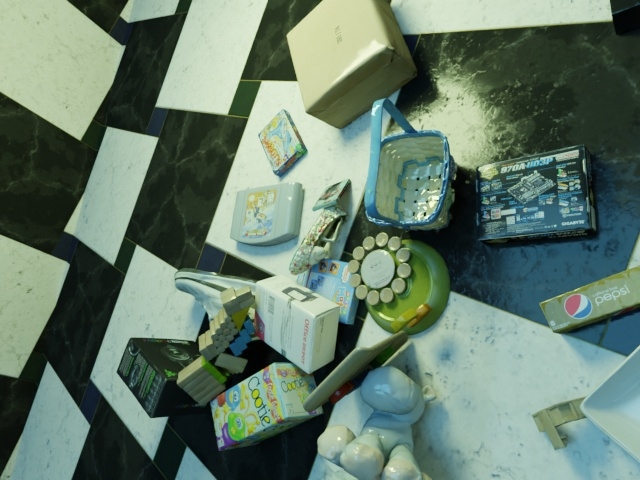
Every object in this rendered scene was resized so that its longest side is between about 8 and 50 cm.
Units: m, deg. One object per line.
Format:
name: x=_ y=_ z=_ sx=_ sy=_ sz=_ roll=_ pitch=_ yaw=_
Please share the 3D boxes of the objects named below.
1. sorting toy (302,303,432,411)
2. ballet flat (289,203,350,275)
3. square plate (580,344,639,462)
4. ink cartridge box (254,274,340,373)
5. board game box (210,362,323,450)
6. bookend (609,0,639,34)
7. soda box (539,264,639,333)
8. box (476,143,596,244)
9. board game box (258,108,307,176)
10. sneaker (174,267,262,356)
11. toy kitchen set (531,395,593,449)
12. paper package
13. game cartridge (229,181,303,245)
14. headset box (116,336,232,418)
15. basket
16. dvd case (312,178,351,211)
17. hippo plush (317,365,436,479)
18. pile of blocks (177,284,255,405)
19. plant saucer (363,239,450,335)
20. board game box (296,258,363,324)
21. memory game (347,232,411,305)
sorting toy: x=0.118 y=0.262 z=0.988 sx=0.307 sy=0.229 sz=0.041 roll=-51 pitch=63 yaw=21
ballet flat: x=0.000 y=0.000 z=1.243 sx=0.077 sy=0.091 sz=0.240 roll=25 pitch=78 yaw=27
square plate: x=0.652 y=0.259 z=0.657 sx=0.347 sy=0.049 sz=0.344 roll=-55 pitch=49 yaw=14
ink cartridge box: x=-0.070 y=0.219 z=1.215 sx=0.237 sy=0.100 sz=0.171 roll=23 pitch=117 yaw=40
board game box: x=-0.152 y=0.454 z=1.226 sx=0.275 sy=0.144 sz=0.142 roll=-37 pitch=57 yaw=28
bookend: x=0.651 y=-0.514 z=0.870 sx=0.156 sy=0.072 sz=0.157 roll=-10 pitch=70 yaw=38
soda box: x=0.507 y=0.111 z=0.818 sx=0.181 sy=0.058 sz=0.061 roll=-31 pitch=59 yaw=30
box: x=0.441 y=-0.089 z=0.939 sx=0.220 sy=0.051 sz=0.175 roll=-8 pitch=72 yaw=39
board game box: x=-0.131 y=-0.331 z=1.514 sx=0.136 sy=0.035 sz=0.201 roll=-41 pitch=54 yaw=24
sneaker: x=-0.345 y=0.235 z=1.440 sx=0.448 sy=0.169 sz=0.257 roll=4 pitch=78 yaw=39
toy kitchen set: x=0.452 y=0.336 z=0.818 sx=0.083 sy=0.075 sz=0.068 roll=104 pitch=155 yaw=-55
paper package: x=0.080 y=-0.544 z=1.308 sx=0.310 sy=0.168 sz=0.324 roll=-29 pitch=61 yaw=31
game cartridge: x=-0.185 y=-0.080 z=1.477 sx=0.297 sy=0.062 sz=0.197 roll=-4 pitch=71 yaw=40
headset box: x=-0.462 y=0.435 z=1.429 sx=0.283 sy=0.246 sz=0.131 roll=25 pitch=95 yaw=43
basket: x=0.190 y=-0.149 z=1.012 sx=0.201 sy=0.289 sz=0.254 roll=-1 pitch=78 yaw=40
dvd case: x=0.032 y=-0.131 z=1.283 sx=0.087 sy=0.013 sz=0.119 roll=-16 pitch=30 yaw=37
hippo plush: x=0.167 y=0.401 z=0.938 sx=0.235 sy=0.294 sz=0.236 roll=11 pitch=61 yaw=41
pile of blocks: x=-0.273 y=0.284 z=1.277 sx=0.362 sy=0.149 sz=0.112 roll=-60 pitch=22 yaw=7
plant saucer: x=0.197 y=0.111 z=1.100 sx=0.241 sy=0.037 sz=0.240 roll=-14 pitch=69 yaw=38
board game box: x=0.019 y=0.131 z=1.246 sx=0.212 sy=0.039 sz=0.160 roll=9 pitch=83 yaw=43
memory game: x=0.146 y=0.071 z=1.121 sx=0.186 sy=0.012 sz=0.186 roll=-13 pitch=69 yaw=36
